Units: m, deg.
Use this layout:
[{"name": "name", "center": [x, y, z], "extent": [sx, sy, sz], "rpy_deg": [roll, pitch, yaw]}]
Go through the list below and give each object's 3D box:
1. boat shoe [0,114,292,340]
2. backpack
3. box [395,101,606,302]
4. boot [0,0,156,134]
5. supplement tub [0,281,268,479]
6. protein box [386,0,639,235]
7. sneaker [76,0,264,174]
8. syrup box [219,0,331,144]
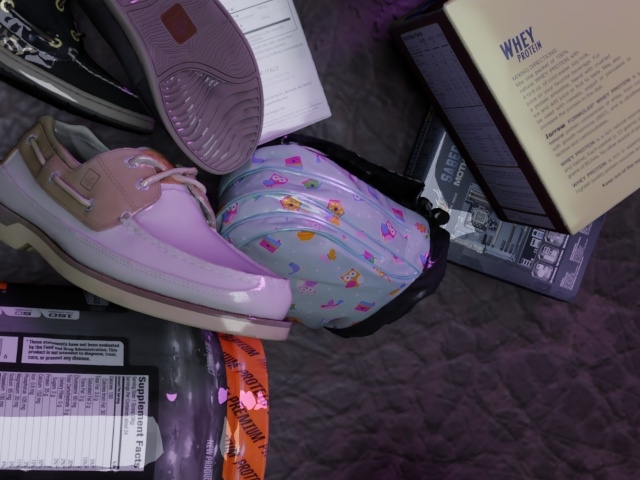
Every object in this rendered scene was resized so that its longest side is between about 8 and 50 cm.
[{"name": "boat shoe", "center": [-0.136, -0.017, 0.684], "extent": [0.113, 0.302, 0.103], "rpy_deg": [18, 93, -57]}, {"name": "backpack", "center": [0.000, 0.000, 0.762], "extent": [0.182, 0.115, 0.152], "rpy_deg": [33, 125, -31]}, {"name": "box", "center": [0.183, -0.079, 0.876], "extent": [0.183, 0.059, 0.232], "rpy_deg": [18, 91, -16]}, {"name": "boot", "center": [-0.204, -0.203, 0.744], "extent": [0.236, 0.085, 0.178], "rpy_deg": [28, 85, -18]}, {"name": "supplement tub", "center": [-0.220, 0.134, 0.707], "extent": [0.338, 0.207, 0.207], "rpy_deg": [5, 94, -17]}, {"name": "protein box", "center": [0.201, -0.146, 0.772], "extent": [0.200, 0.136, 0.201], "rpy_deg": [-35, 103, -8]}, {"name": "sneaker", "center": [-0.121, -0.155, 0.696], "extent": [0.083, 0.118, 0.222], "rpy_deg": [-36, 122, -17]}, {"name": "syrup box", "center": [-0.081, -0.195, 0.773], "extent": [0.096, 0.093, 0.237], "rpy_deg": [-23, 101, -12]}]
